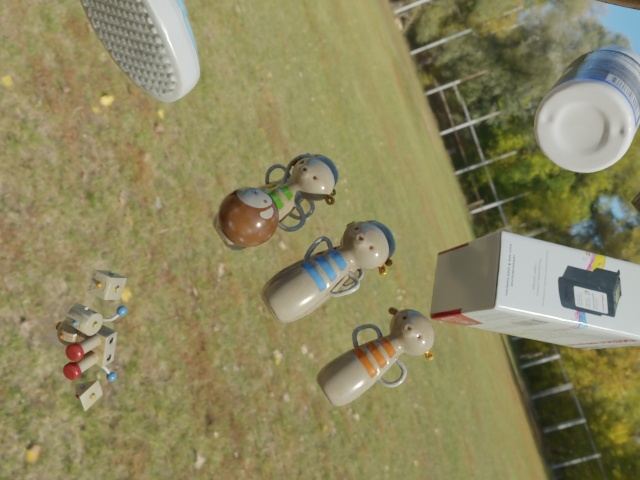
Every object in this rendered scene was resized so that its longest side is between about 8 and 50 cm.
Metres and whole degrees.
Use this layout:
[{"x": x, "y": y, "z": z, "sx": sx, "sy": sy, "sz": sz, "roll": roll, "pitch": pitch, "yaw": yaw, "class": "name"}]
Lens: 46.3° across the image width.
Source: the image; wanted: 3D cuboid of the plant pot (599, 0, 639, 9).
[{"x": 0.176, "y": -0.215, "z": 0.362, "sx": 0.167, "sy": 0.167, "sz": 0.165, "roll": -23, "pitch": 131, "yaw": -78, "class": "plant pot"}]

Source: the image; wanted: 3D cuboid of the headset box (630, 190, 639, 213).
[{"x": 0.470, "y": 0.002, "z": 0.721, "sx": 0.283, "sy": 0.131, "sz": 0.246, "roll": 58, "pitch": -3, "yaw": 18, "class": "headset box"}]

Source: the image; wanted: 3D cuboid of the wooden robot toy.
[{"x": -0.284, "y": 0.110, "z": 0.875, "sx": 0.076, "sy": 0.079, "sz": 0.173, "roll": -24, "pitch": 132, "yaw": -59, "class": "wooden robot toy"}]

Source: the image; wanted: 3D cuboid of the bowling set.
[{"x": 0.000, "y": 0.000, "z": 0.721, "sx": 0.287, "sy": 0.154, "sz": 0.200, "roll": 53, "pitch": -9, "yaw": 24, "class": "bowling set"}]

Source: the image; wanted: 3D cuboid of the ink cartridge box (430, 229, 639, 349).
[{"x": 0.214, "y": 0.053, "z": 0.722, "sx": 0.127, "sy": 0.175, "sz": 0.072, "roll": 150, "pitch": -50, "yaw": -69, "class": "ink cartridge box"}]

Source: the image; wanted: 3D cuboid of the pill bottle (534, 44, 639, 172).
[{"x": 0.237, "y": -0.118, "z": 0.641, "sx": 0.137, "sy": 0.078, "sz": 0.078, "roll": -44, "pitch": 117, "yaw": -50, "class": "pill bottle"}]

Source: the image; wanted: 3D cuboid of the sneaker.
[{"x": -0.197, "y": -0.336, "z": 0.806, "sx": 0.150, "sy": 0.135, "sz": 0.365, "roll": -31, "pitch": 102, "yaw": -34, "class": "sneaker"}]
